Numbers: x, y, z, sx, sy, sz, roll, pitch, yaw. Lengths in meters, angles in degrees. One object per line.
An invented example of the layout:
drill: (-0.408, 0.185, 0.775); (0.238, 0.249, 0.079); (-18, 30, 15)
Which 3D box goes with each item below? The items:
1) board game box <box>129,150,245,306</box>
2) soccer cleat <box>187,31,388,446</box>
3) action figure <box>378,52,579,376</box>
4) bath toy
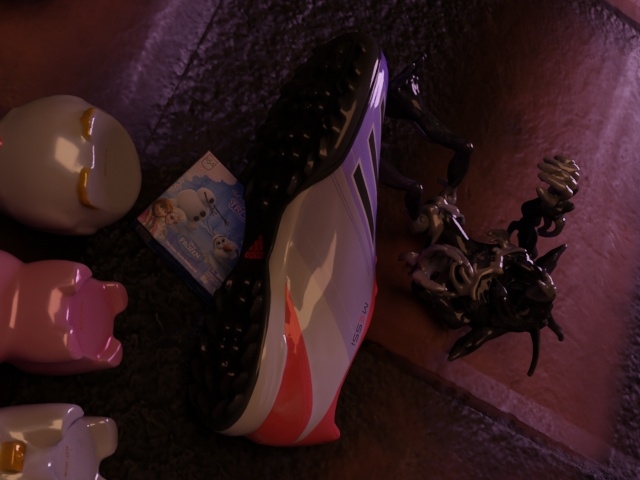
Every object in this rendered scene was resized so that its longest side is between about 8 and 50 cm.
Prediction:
board game box: (-0.088, -0.010, 0.811); (0.090, 0.020, 0.090); (46, 57, -7)
soccer cleat: (0.000, 0.000, 0.782); (0.116, 0.109, 0.318); (23, 79, -35)
action figure: (0.125, -0.010, 0.852); (0.164, 0.141, 0.275); (-42, 93, -18)
bath toy: (-0.209, 0.066, 0.666); (0.151, 0.129, 0.348); (45, 45, -61)
